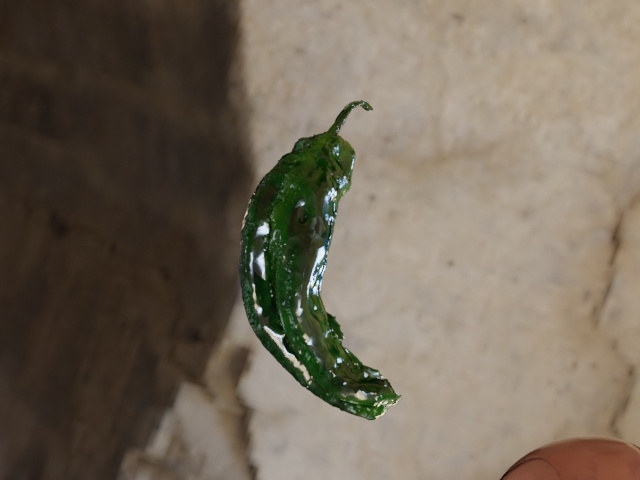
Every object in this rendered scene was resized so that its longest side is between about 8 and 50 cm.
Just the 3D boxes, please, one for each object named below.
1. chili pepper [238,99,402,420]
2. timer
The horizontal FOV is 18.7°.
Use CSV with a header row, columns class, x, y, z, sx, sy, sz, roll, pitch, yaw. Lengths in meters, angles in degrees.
class,x,y,z,sx,sy,sz,roll,pitch,yaw
chili pepper,-0.001,0.000,1.516,0.122,0.279,0.065,12,-25,-28
timer,0.275,0.311,1.929,0.214,0.230,0.229,27,-2,-23
